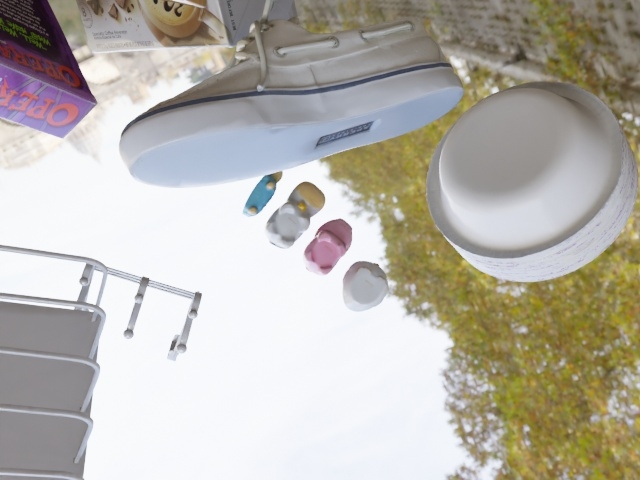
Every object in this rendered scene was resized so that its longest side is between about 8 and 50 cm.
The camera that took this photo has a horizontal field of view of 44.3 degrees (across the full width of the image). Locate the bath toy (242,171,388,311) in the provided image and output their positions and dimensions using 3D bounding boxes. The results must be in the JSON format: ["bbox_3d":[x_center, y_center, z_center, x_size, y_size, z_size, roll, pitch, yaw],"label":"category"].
[{"bbox_3d":[0.000,0.000,1.612,0.151,0.348,0.129,-47,-174,-6],"label":"bath toy"}]

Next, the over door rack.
[{"bbox_3d":[-0.388,0.169,1.629,0.324,0.240,0.108,125,-19,-58],"label":"over door rack"}]

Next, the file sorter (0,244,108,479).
[{"bbox_3d":[-0.350,0.160,0.893,0.173,0.193,0.277,123,-29,-49],"label":"file sorter"}]

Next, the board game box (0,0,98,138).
[{"bbox_3d":[-0.308,-0.193,0.470,0.056,0.208,0.347,-43,151,16],"label":"board game box"}]

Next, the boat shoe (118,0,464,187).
[{"bbox_3d":[-0.036,-0.168,0.786,0.367,0.156,0.136,-18,166,-22],"label":"boat shoe"}]

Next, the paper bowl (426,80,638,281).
[{"bbox_3d":[0.281,-0.096,1.099,0.284,0.148,0.284,-17,-123,28],"label":"paper bowl"}]

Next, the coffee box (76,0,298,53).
[{"bbox_3d":[-0.183,-0.329,0.967,0.297,0.168,0.119,12,-147,43],"label":"coffee box"}]

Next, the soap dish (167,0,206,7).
[{"bbox_3d":[-0.212,-0.387,0.756,0.229,0.290,0.118,16,-154,17],"label":"soap dish"}]
